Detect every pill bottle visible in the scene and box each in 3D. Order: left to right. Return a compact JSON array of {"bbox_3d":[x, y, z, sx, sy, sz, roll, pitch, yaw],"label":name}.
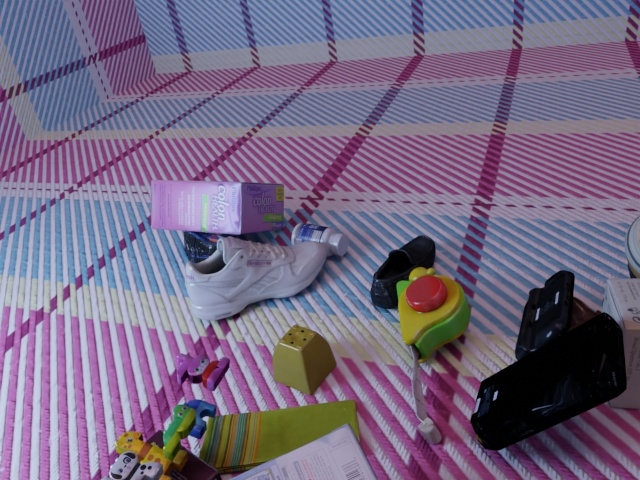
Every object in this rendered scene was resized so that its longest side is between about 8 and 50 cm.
[{"bbox_3d":[0.000,0.000,1.192,0.120,0.067,0.067,11,38,31],"label":"pill bottle"}]

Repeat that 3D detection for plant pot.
[{"bbox_3d":[-0.032,0.191,0.880,0.081,0.083,0.081,13,39,33],"label":"plant pot"}]

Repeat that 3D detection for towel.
[{"bbox_3d":[-0.061,0.290,0.790,0.237,0.021,0.102,-8,32,3],"label":"towel"}]

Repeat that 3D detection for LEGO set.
[{"bbox_3d":[-0.214,0.250,0.694,0.093,0.087,0.227,17,37,11],"label":"LEGO set"}]

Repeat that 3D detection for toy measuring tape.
[{"bbox_3d":[0.194,0.156,0.847,0.122,0.121,0.330,-7,39,6],"label":"toy measuring tape"}]

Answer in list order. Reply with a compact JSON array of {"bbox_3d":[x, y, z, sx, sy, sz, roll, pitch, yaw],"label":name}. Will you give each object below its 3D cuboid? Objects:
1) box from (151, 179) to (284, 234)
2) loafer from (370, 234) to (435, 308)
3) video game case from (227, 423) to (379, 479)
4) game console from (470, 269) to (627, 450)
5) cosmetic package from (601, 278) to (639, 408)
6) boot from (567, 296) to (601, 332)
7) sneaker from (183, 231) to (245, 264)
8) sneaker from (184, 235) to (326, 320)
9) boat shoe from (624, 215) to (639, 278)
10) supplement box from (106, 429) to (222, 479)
[{"bbox_3d":[-0.242,-0.084,1.272,0.243,0.117,0.213,3,5,21],"label":"box"},{"bbox_3d":[0.170,0.047,1.054,0.076,0.078,0.223,13,39,33],"label":"loafer"},{"bbox_3d":[-0.019,0.369,0.556,0.244,0.061,0.269,-19,47,-15],"label":"video game case"},{"bbox_3d":[0.339,0.144,0.776,0.213,0.044,0.361,-45,0,36],"label":"game console"},{"bbox_3d":[0.558,0.143,0.713,0.310,0.160,0.113,-2,34,16],"label":"cosmetic package"},{"bbox_3d":[0.408,0.145,0.875,0.114,0.037,0.106,-35,37,-27],"label":"boot"},{"bbox_3d":[-0.239,0.021,1.235,0.221,0.083,0.087,18,25,34],"label":"sneaker"},{"bbox_3d":[-0.126,0.051,1.068,0.305,0.152,0.114,-22,31,-20],"label":"sneaker"},{"bbox_3d":[0.734,0.045,0.796,0.501,0.156,0.186,5,64,20],"label":"boat shoe"},{"bbox_3d":[-0.248,0.371,0.664,0.130,0.073,0.239,17,41,36],"label":"supplement box"}]
